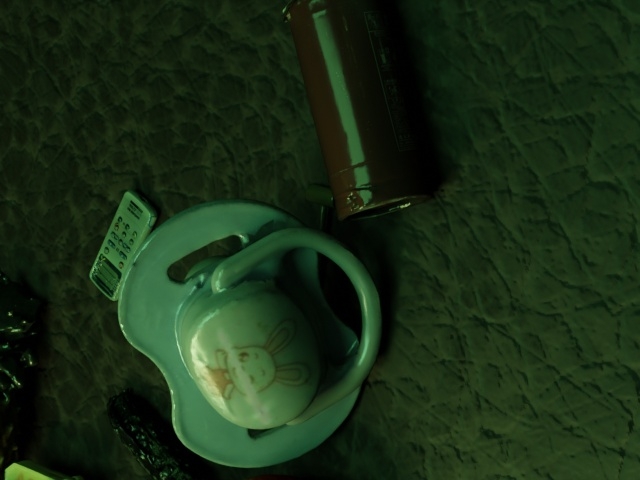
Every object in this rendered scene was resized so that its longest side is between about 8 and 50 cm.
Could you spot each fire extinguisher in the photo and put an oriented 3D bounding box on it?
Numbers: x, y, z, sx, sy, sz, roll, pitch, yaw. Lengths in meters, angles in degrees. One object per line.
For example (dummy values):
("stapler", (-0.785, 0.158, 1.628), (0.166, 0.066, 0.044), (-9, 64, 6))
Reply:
("fire extinguisher", (0.028, -0.157, 1.577), (0.105, 0.105, 0.269), (-20, 82, 39))

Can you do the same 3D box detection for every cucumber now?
("cucumber", (-0.178, 0.230, 1.812), (0.181, 0.053, 0.053), (44, 120, 31))

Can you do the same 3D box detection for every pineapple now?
("pineapple", (-0.396, 0.174, 1.939), (0.158, 0.158, 0.278), (31, 100, 33))

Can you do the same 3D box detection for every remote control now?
("remote control", (-0.217, 0.006, 1.838), (0.053, 0.018, 0.124), (42, 119, 29))

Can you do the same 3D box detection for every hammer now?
("hammer", (0.000, 0.000, 1.661), (0.035, 0.019, 0.110), (16, 107, 37))

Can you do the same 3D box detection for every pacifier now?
("pacifier", (-0.073, 0.071, 1.641), (0.287, 0.238, 0.226), (62, 173, -26))

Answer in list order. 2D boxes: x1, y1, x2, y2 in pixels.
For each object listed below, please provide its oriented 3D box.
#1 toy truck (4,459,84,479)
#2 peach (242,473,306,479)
("toy truck", (-0.273, 0.346, 1.852), (0.272, 0.124, 0.157), (14, 101, 39))
("peach", (-0.033, 0.332, 1.660), (0.190, 0.192, 0.190), (-43, 30, 33))
